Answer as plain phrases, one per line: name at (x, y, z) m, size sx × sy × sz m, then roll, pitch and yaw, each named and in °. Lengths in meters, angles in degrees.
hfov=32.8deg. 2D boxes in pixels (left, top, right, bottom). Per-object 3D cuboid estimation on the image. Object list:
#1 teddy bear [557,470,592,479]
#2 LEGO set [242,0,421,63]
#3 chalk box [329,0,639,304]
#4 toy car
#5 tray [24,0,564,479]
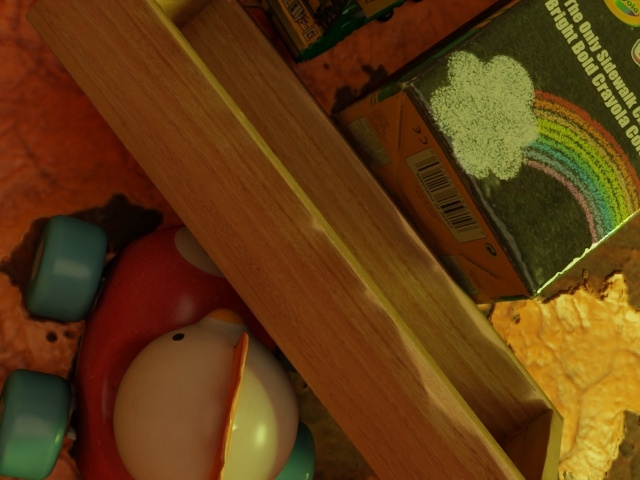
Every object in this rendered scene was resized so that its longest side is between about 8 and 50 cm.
teddy bear at (0.103, 0.309, 0.752) m, size 0.338 × 0.113 × 0.245 m, roll -37°, pitch 140°, yaw -16°
LEGO set at (0.038, -0.282, 0.735) m, size 0.255 × 0.331 × 0.192 m, roll -32°, pitch 90°, yaw -7°
chalk box at (0.175, -0.101, 0.838) m, size 0.289 × 0.179 × 0.180 m, roll -35°, pitch 97°, yaw -21°
toy car at (-0.075, 0.087, 0.693) m, size 0.219 × 0.238 × 0.210 m, roll 15°, pitch 80°, yaw -20°
tray at (0.000, 0.000, 0.707) m, size 0.076 × 0.203 × 0.411 m, roll -38°, pitch 87°, yaw 16°
